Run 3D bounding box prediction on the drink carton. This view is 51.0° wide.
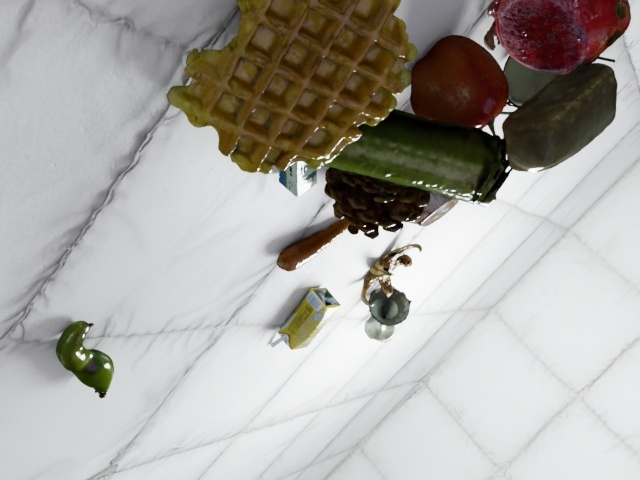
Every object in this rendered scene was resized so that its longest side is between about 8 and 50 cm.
[{"bbox_3d":[-0.043,0.200,1.558,0.084,0.074,0.200,-1,132,-56],"label":"drink carton"}]

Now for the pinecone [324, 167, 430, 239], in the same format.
[{"bbox_3d":[0.099,-0.093,1.163,0.186,0.168,0.212,3,165,0],"label":"pinecone"}]

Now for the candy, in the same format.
[{"bbox_3d":[0.415,-0.211,1.163,0.234,0.102,0.104,-39,129,-22],"label":"candy"}]

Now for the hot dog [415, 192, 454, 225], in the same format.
[{"bbox_3d":[0.248,-0.088,1.473,0.144,0.075,0.268,-41,170,7],"label":"hot dog"}]

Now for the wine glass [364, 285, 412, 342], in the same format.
[{"bbox_3d":[0.181,0.215,1.877,0.122,0.122,0.183,-34,158,-18],"label":"wine glass"}]

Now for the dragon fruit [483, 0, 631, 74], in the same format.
[{"bbox_3d":[0.368,-0.373,1.088,0.147,0.211,0.282,-47,128,-7],"label":"dragon fruit"}]

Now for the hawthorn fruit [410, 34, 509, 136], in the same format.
[{"bbox_3d":[0.246,-0.234,1.106,0.163,0.203,0.162,-35,155,-20],"label":"hawthorn fruit"}]

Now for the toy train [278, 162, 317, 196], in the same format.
[{"bbox_3d":[-0.036,-0.157,0.996,0.052,0.051,0.234,-37,156,-21],"label":"toy train"}]

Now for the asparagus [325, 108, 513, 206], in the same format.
[{"bbox_3d":[0.110,-0.140,0.994,0.382,0.128,0.108,11,150,-19],"label":"asparagus"}]

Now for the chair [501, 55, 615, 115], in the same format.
[{"bbox_3d":[0.404,-0.310,1.281,0.326,0.160,0.170,3,107,-37],"label":"chair"}]

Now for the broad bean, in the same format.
[{"bbox_3d":[-0.374,0.196,1.078,0.070,0.048,0.213,-30,150,-23],"label":"broad bean"}]

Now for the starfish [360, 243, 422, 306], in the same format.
[{"bbox_3d":[0.173,0.074,1.671,0.146,0.074,0.190,-8,139,-54],"label":"starfish"}]

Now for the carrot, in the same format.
[{"bbox_3d":[0.000,0.000,1.331,0.216,0.048,0.048,-32,155,-32],"label":"carrot"}]

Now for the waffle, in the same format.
[{"bbox_3d":[-0.023,-0.213,0.806,0.301,0.058,0.281,-37,130,8],"label":"waffle"}]
